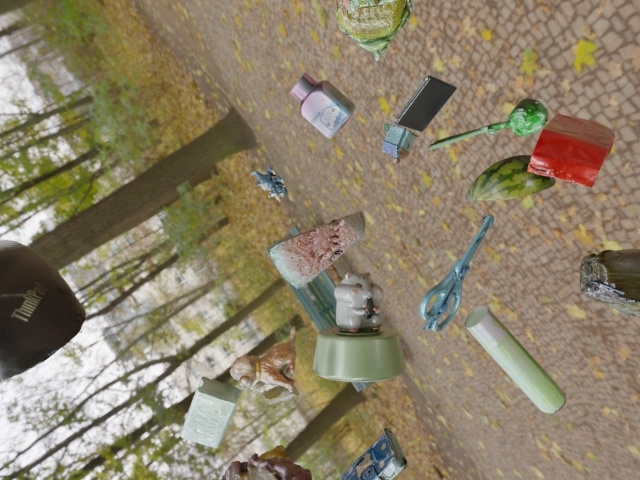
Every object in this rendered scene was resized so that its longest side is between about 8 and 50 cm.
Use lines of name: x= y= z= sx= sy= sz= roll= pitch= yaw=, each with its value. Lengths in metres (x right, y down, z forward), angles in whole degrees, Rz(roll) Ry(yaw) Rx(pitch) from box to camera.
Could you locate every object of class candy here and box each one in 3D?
candy: x=0.446 y=-0.296 z=1.356 sx=0.097 sy=0.323 sz=0.097 roll=-16 pitch=-90 yaw=-86

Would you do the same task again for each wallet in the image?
wallet: x=0.145 y=0.633 z=1.396 sx=0.059 sy=0.202 sz=0.141 roll=39 pitch=-172 yaw=-18

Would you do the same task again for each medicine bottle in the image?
medicine bottle: x=0.001 y=-0.418 z=1.539 sx=0.188 sy=0.094 sz=0.119 roll=39 pitch=127 yaw=-12

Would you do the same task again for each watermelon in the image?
watermelon: x=0.642 y=-0.215 z=1.673 sx=0.159 sy=0.303 sz=0.129 roll=-143 pitch=38 yaw=-80
watermelon: x=0.000 y=0.000 z=1.224 sx=0.154 sy=0.241 sz=0.095 roll=49 pitch=-160 yaw=-44

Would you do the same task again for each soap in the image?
soap: x=-0.310 y=0.485 z=1.419 sx=0.119 sy=0.198 sz=0.067 roll=21 pitch=-152 yaw=-6

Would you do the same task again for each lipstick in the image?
lipstick: x=0.462 y=0.285 z=1.193 sx=0.304 sy=0.076 sz=0.076 roll=46 pitch=169 yaw=-8

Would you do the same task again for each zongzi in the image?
zongzi: x=0.990 y=0.117 z=1.371 sx=0.432 sy=0.403 sz=0.208 roll=-10 pitch=69 yaw=65

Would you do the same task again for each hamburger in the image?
hamburger: x=0.144 y=-0.624 z=1.390 sx=0.214 sy=0.125 sz=0.235 roll=13 pitch=106 yaw=18

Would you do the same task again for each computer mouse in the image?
computer mouse: x=-0.455 y=0.076 z=0.693 sx=0.269 sy=0.170 sz=0.100 roll=24 pitch=129 yaw=32

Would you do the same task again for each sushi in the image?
sushi: x=-0.107 y=0.554 z=0.971 sx=0.171 sy=0.236 sz=0.270 roll=75 pitch=-167 yaw=-68

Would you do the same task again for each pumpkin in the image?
pumpkin: x=-0.186 y=0.491 z=1.717 sx=0.217 sy=0.110 sz=0.217 roll=42 pitch=172 yaw=7

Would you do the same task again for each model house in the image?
model house: x=0.316 y=-0.390 z=2.098 sx=0.119 sy=0.149 sz=0.148 roll=21 pitch=-178 yaw=32

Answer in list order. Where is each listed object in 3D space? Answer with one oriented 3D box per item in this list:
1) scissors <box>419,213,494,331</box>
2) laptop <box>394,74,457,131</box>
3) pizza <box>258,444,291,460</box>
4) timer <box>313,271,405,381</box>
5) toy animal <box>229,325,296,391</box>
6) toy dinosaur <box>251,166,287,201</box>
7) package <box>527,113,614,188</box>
scissors: x=0.410 y=0.097 z=1.483 sx=0.032 sy=0.393 sz=0.180 roll=30 pitch=-179 yaw=43
laptop: x=0.323 y=-0.418 z=1.556 sx=0.180 sy=0.129 sz=0.016 roll=-51 pitch=46 yaw=37
pizza: x=-0.176 y=0.735 z=1.497 sx=0.223 sy=0.323 sz=0.090 roll=-4 pitch=105 yaw=44
timer: x=0.121 y=0.257 z=1.589 sx=0.291 sy=0.290 sz=0.316 roll=177 pitch=92 yaw=-75
toy animal: x=-0.161 y=0.334 z=1.448 sx=0.104 sy=0.185 sz=0.184 roll=89 pitch=-176 yaw=-75
toy dinosaur: x=-0.104 y=-0.117 z=1.034 sx=0.083 sy=0.047 sz=0.030 roll=47 pitch=173 yaw=4
package: x=0.761 y=-0.278 z=1.516 sx=0.195 sy=0.423 sz=0.123 roll=23 pitch=122 yaw=25
